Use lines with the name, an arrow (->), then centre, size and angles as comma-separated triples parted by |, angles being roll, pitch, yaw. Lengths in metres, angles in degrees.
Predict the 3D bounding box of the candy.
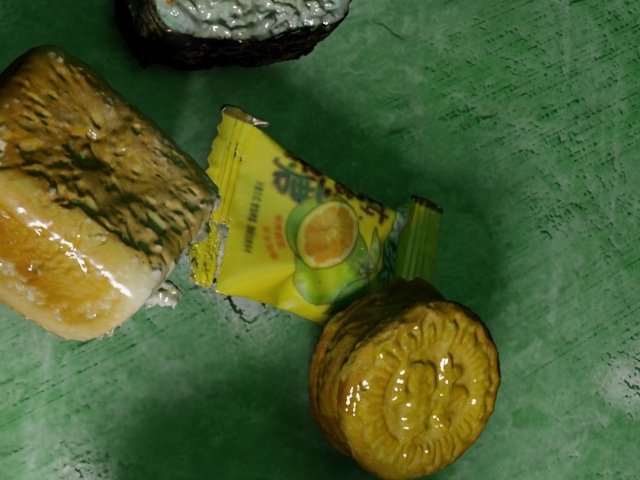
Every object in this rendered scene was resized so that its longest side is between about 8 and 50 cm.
candy -> 0.000, 0.000, 1.773 | 0.297, 0.081, 0.187 | 24, 67, -32

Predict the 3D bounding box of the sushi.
sushi -> -0.086, -0.230, 1.772 | 0.225, 0.127, 0.124 | -8, 79, -27

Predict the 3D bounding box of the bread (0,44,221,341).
bread -> -0.222, -0.022, 1.594 | 0.246, 0.176, 0.195 | 41, 46, -11

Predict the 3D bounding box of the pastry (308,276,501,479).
pastry -> 0.082, 0.134, 1.738 | 0.188, 0.103, 0.189 | -9, 108, -30
